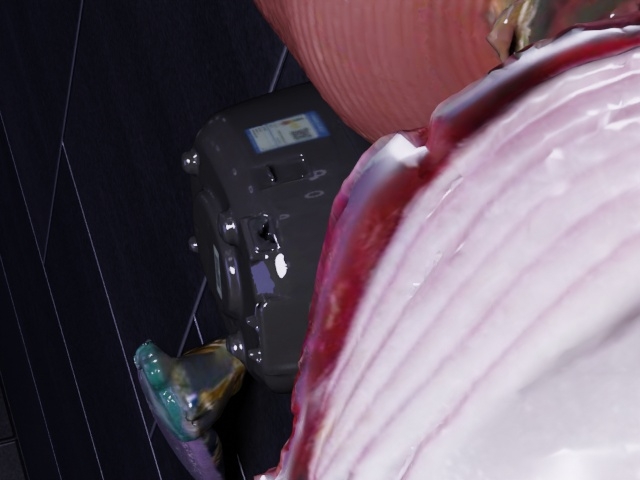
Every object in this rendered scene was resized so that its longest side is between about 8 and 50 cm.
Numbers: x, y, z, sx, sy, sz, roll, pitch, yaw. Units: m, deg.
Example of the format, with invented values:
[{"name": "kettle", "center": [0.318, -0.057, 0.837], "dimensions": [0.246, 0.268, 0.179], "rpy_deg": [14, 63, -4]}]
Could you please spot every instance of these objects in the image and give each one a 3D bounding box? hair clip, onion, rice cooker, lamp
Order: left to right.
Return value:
[{"name": "hair clip", "center": [-0.104, 0.135, 1.481], "dimensions": [0.096, 0.110, 0.359], "rpy_deg": [-65, 2, -18]}, {"name": "rice cooker", "center": [0.001, 0.000, 0.955], "dimensions": [0.203, 0.118, 0.142], "rpy_deg": [-123, 26, -57]}, {"name": "lamp", "center": [0.051, -0.129, 0.633], "dimensions": [0.258, 0.180, 0.180], "rpy_deg": [-121, 25, -51]}, {"name": "onion", "center": [0.092, 0.052, 0.539], "dimensions": [0.283, 0.120, 0.227], "rpy_deg": [-22, 95, 31]}]
